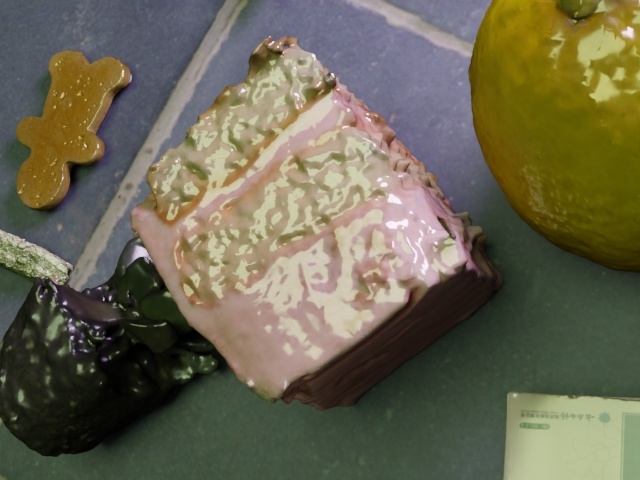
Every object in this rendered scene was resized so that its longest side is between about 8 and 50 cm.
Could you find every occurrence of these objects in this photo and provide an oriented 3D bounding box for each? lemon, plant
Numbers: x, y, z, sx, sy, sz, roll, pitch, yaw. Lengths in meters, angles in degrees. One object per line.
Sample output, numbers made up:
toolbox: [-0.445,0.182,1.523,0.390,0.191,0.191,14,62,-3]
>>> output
lemon: [0.308,-0.154,1.082,0.364,0.364,0.364,-7,74,24]
plant: [-0.267,0.128,1.375,0.276,0.188,0.199,-41,64,11]

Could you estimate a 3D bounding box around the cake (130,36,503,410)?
cake: [0.000,0.000,1.219,0.293,0.314,0.307,-42,72,13]

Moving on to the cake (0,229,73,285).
cake: [-0.410,0.026,1.549,0.140,0.055,0.051,20,80,27]

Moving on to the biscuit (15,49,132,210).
biscuit: [-0.359,-0.154,1.579,0.158,0.035,0.240,20,86,31]

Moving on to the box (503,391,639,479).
box: [0.297,0.243,1.127,0.212,0.095,0.168,-1,79,26]
